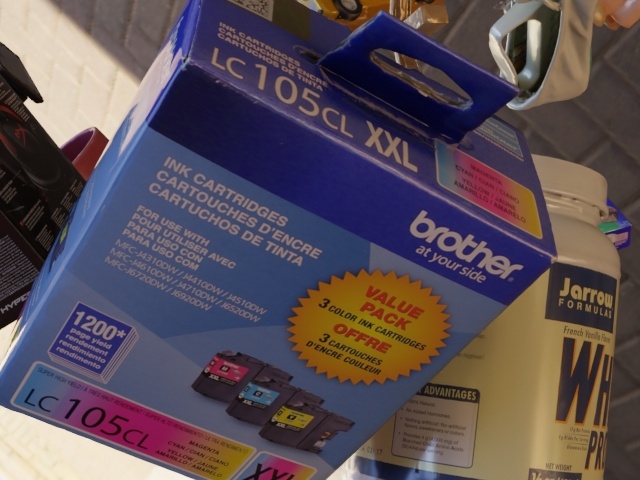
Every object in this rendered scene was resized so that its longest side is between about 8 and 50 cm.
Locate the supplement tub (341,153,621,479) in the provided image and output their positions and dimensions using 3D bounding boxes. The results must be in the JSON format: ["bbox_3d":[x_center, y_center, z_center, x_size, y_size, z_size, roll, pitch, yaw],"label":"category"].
[{"bbox_3d":[0.151,0.097,0.871,0.235,0.325,0.235,7,172,1],"label":"supplement tub"}]

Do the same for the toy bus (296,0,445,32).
[{"bbox_3d":[0.083,-0.405,1.548,0.130,0.332,0.108,58,142,13],"label":"toy bus"}]

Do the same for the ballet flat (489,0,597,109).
[{"bbox_3d":[0.268,-0.299,1.145,0.139,0.139,0.400,27,157,26],"label":"ballet flat"}]

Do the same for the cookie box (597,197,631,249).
[{"bbox_3d":[0.343,-0.026,1.236,0.107,0.091,0.040,-114,11,-50],"label":"cookie box"}]

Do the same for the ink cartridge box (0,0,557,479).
[{"bbox_3d":[-0.029,-0.001,0.659,0.270,0.151,0.395,25,124,-19],"label":"ink cartridge box"}]

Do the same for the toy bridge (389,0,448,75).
[{"bbox_3d":[0.080,-0.177,0.778,0.063,0.026,0.188,154,108,-68],"label":"toy bridge"}]

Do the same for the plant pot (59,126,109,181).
[{"bbox_3d":[-0.378,-0.055,1.534,0.180,0.201,0.201,49,153,-25],"label":"plant pot"}]

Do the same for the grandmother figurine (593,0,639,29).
[{"bbox_3d":[0.569,-0.467,1.456,0.342,0.208,0.104,-39,80,34],"label":"grandmother figurine"}]

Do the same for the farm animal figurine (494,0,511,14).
[{"bbox_3d":[0.354,-0.515,1.715,0.330,0.172,0.327,52,174,-19],"label":"farm animal figurine"}]

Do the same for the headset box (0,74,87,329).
[{"bbox_3d":[-0.389,-0.079,1.059,0.293,0.110,0.218,55,-165,-21],"label":"headset box"}]

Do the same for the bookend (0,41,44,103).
[{"bbox_3d":[-0.463,-0.183,1.244,0.072,0.156,0.157,42,-177,-42],"label":"bookend"}]
